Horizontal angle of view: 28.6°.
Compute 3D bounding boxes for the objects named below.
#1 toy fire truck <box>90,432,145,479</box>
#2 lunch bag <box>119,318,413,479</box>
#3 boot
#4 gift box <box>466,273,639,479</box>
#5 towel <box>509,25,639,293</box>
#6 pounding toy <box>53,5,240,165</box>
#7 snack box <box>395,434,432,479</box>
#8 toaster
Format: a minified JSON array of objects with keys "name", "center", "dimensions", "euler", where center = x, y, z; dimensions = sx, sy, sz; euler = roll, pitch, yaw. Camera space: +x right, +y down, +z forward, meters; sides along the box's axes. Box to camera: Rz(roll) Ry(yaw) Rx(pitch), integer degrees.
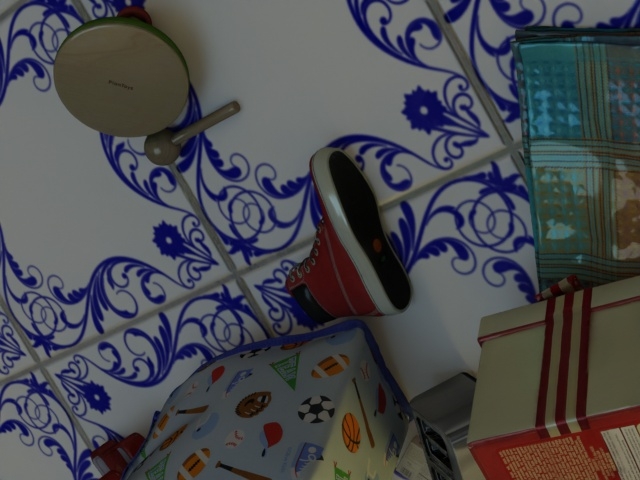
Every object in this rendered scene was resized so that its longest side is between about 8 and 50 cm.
[{"name":"toy fire truck","center":[-0.248,0.441,2.032],"dimensions":[0.302,0.169,0.254],"euler":[53,153,0]},{"name":"lunch bag","center":[-0.101,0.314,1.703],"dimensions":[0.385,0.328,0.239],"euler":[-13,120,26]},{"name":"boot","center":[0.000,0.000,1.680],"dimensions":[0.176,0.088,0.244],"euler":[-10,111,37]},{"name":"gift box","center":[0.340,0.202,1.437],"dimensions":[0.276,0.258,0.255],"euler":[-13,121,21]},{"name":"towel","center":[0.363,-0.064,1.443],"dimensions":[0.271,0.040,0.370],"euler":[5,116,32]},{"name":"pounding toy","center":[-0.246,-0.231,1.727],"dimensions":[0.183,0.110,0.237],"euler":[-35,121,28]},{"name":"snack box","center":[0.193,0.350,1.770],"dimensions":[0.178,0.022,0.064],"euler":[33,126,15]},{"name":"toaster","center":[0.206,0.283,1.624],"dimensions":[0.185,0.110,0.168],"euler":[-149,39,-68]}]
